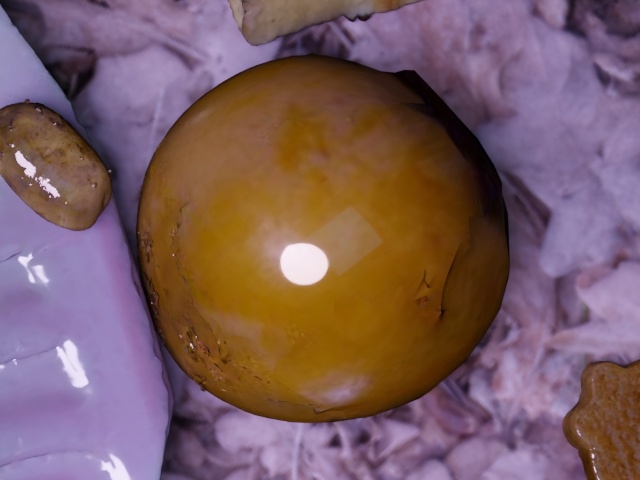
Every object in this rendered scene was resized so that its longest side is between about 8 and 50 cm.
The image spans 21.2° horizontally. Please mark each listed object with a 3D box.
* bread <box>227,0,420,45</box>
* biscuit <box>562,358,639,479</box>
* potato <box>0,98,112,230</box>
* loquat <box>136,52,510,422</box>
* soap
[{"bbox_3d":[0.053,-0.238,1.121,0.240,0.178,0.135,-15,82,-17],"label":"bread"},{"bbox_3d":[0.276,0.145,1.175,0.226,0.036,0.165,-1,79,-10],"label":"biscuit"},{"bbox_3d":[-0.151,-0.042,0.952,0.051,0.040,0.083,-41,92,-26],"label":"potato"},{"bbox_3d":[0.000,0.000,1.041,0.235,0.235,0.235,2,79,-13],"label":"loquat"},{"bbox_3d":[-0.233,0.075,1.009,0.261,0.156,0.446,-14,82,-16],"label":"soap"}]
